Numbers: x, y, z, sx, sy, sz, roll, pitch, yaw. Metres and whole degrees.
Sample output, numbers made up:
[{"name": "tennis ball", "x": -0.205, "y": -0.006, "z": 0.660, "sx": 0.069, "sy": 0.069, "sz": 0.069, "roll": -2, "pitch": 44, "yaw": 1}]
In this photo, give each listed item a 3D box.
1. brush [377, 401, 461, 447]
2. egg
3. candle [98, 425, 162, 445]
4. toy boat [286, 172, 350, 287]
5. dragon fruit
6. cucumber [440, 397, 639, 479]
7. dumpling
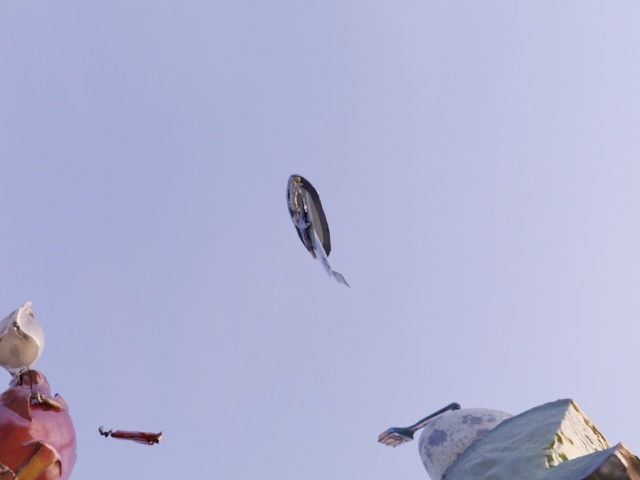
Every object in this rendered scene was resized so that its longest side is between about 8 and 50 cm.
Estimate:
[{"name": "brush", "x": 0.159, "y": 0.293, "z": 1.025, "sx": 0.051, "sy": 0.014, "sz": 0.164, "roll": 28, "pitch": -50, "yaw": -32}, {"name": "egg", "x": 0.204, "y": 0.275, "z": 0.802, "sx": 0.172, "sy": 0.132, "sz": 0.132, "roll": 13, "pitch": -75, "yaw": 27}, {"name": "candle", "x": -0.360, "y": 0.366, "z": 1.205, "sx": 0.167, "sy": 0.021, "sz": 0.026, "roll": -6, "pitch": -85, "yaw": 33}, {"name": "toy boat", "x": -0.012, "y": -0.028, "z": 1.248, "sx": 0.070, "sy": 0.291, "sz": 0.210, "roll": -24, "pitch": -75, "yaw": -2}, {"name": "dragon fruit", "x": -0.556, "y": 0.398, "z": 1.150, "sx": 0.250, "sy": 0.315, "sz": 0.250, "roll": -8, "pitch": -53, "yaw": -11}, {"name": "cucumber", "x": 0.196, "y": 0.235, "z": 0.556, "sx": 0.191, "sy": 0.191, "sz": 0.130, "roll": -31, "pitch": -87, "yaw": -4}, {"name": "dumpling", "x": -0.649, "y": 0.208, "z": 1.381, "sx": 0.108, "sy": 0.127, "sz": 0.188, "roll": 1, "pitch": -61, "yaw": -20}]
